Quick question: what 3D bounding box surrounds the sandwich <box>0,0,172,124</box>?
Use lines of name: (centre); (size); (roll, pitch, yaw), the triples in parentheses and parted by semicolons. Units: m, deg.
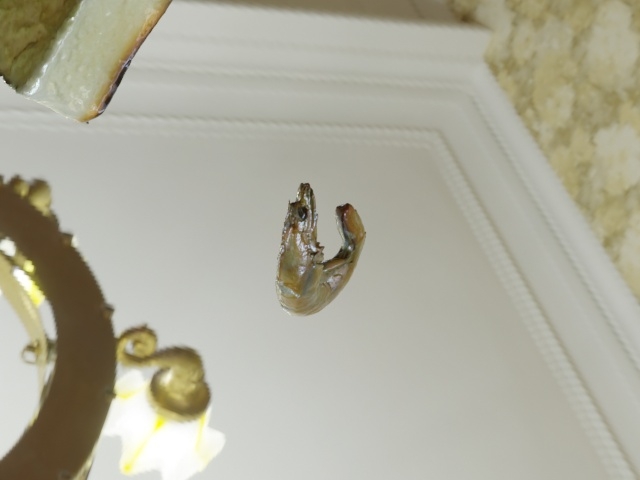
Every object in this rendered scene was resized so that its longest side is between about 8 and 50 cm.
sandwich: (-0.138, -0.173, 0.621); (0.193, 0.162, 0.058); (40, -172, 36)

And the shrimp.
shrimp: (0.005, 0.005, 1.006); (0.095, 0.162, 0.045); (-19, -129, -19)
